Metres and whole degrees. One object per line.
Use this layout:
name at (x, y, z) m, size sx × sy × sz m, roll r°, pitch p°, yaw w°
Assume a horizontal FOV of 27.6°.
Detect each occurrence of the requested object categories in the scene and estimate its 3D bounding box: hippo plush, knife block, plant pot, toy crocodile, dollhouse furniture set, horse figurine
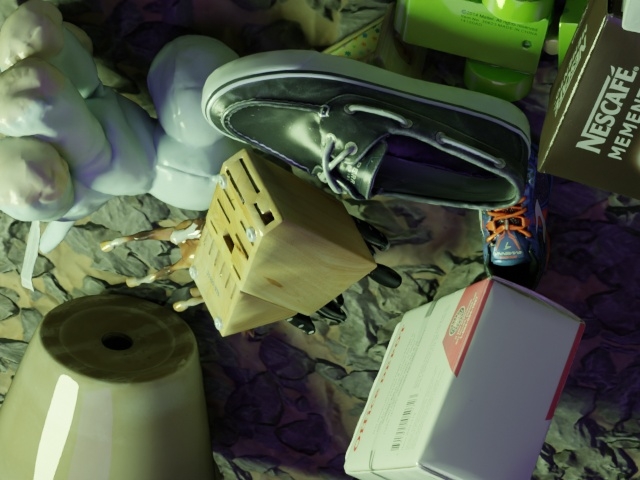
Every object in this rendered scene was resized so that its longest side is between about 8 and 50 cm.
hippo plush at (-0.183, -0.087, 1.268) m, size 0.236 × 0.234 × 0.294 m, roll 1°, pitch 109°, yaw -1°
knife block at (0.000, 0.000, 1.320) m, size 0.242 × 0.088 × 0.276 m, roll -17°, pitch 152°, yaw -26°
plant pot at (-0.265, 0.230, 1.584) m, size 0.323 × 0.323 × 0.280 m, roll 13°, pitch 119°, yaw 3°
toy crocodile at (0.234, -0.187, 1.168) m, size 0.340 × 0.105 × 0.115 m, roll 11°, pitch 134°, yaw 11°
dollhouse furniture set at (0.041, -0.111, 1.282) m, size 0.182 × 0.101 × 0.161 m, roll -25°, pitch 122°, yaw 33°
horse figurine at (-0.116, 0.030, 1.456) m, size 0.174 × 0.066 × 0.263 m, roll -17°, pitch 150°, yaw 26°

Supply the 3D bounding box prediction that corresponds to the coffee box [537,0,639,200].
coffee box at (0.344, -0.107, 1.046) m, size 0.297 × 0.119 × 0.168 m, roll 16°, pitch 135°, yaw 1°

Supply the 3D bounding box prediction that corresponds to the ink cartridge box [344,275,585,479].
ink cartridge box at (0.143, 0.169, 1.378) m, size 0.117 × 0.207 × 0.283 m, roll 25°, pitch 165°, yaw -8°

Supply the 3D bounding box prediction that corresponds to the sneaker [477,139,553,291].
sneaker at (0.200, -0.017, 1.339) m, size 0.083 × 0.087 × 0.221 m, roll -3°, pitch 132°, yaw 17°

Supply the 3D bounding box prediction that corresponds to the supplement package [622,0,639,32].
supplement package at (0.307, -0.264, 0.960) m, size 0.139 × 0.244 × 0.134 m, roll 12°, pitch 134°, yaw 5°

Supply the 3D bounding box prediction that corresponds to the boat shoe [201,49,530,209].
boat shoe at (0.038, -0.086, 1.161) m, size 0.301 × 0.102 × 0.108 m, roll 12°, pitch 139°, yaw -2°
